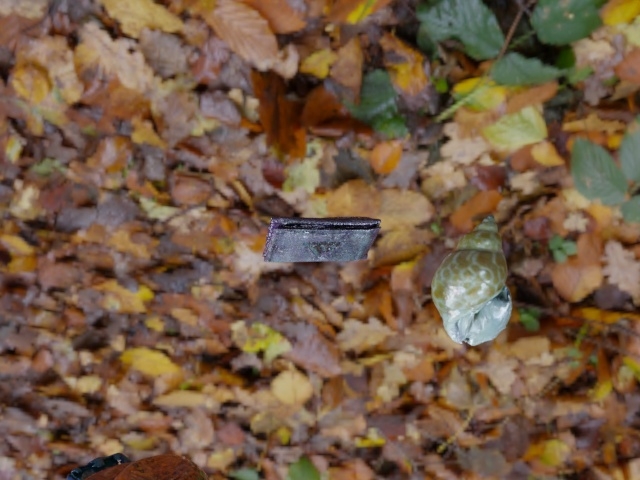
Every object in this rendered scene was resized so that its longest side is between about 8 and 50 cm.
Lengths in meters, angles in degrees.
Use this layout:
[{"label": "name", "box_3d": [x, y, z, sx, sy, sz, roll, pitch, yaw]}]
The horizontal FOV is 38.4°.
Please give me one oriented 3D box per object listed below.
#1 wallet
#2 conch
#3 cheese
[{"label": "wallet", "box_3d": [0.000, -0.001, 1.373, 0.165, 0.030, 0.111, 0, 152, -12]}, {"label": "conch", "box_3d": [0.221, 0.069, 1.355, 0.116, 0.106, 0.173, -11, 118, 12]}, {"label": "cheese", "box_3d": [-0.279, 0.405, 1.445, 0.216, 0.129, 0.329, -12, -164, -42]}]
